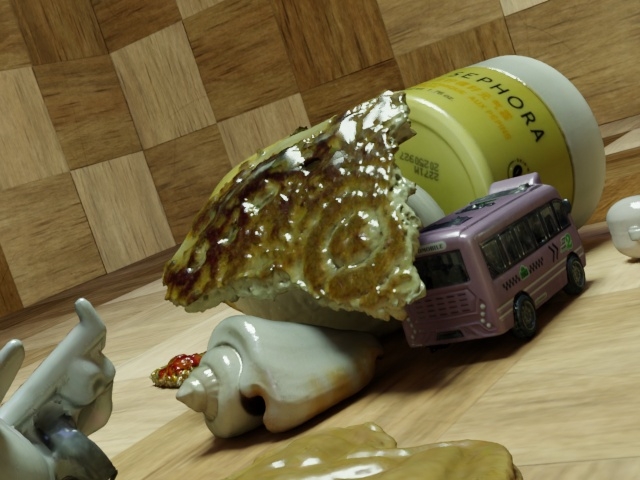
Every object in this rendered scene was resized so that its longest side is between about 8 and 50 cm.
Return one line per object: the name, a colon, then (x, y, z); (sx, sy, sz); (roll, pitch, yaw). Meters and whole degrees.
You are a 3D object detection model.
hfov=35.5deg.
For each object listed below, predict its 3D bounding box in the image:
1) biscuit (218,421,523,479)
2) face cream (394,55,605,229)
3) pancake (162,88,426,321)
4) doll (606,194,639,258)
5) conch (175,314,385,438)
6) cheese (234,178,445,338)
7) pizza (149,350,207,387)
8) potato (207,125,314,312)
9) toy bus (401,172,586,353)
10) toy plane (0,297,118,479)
biscuit: (-0.033, 0.152, 0.437); (0.269, 0.051, 0.376); (-15, 6, 17)
face cream: (0.159, -0.070, 1.061); (0.179, 0.218, 0.218); (-24, 8, -36)
pancake: (0.000, 0.000, 0.804); (0.266, 0.244, 0.057); (-49, -43, 8)
doll: (0.338, -0.028, 0.892); (0.160, 0.059, 0.161); (-16, 7, 23)
conch: (-0.026, 0.108, 0.781); (0.176, 0.094, 0.104); (8, -21, -25)
cheese: (0.036, 0.017, 0.939); (0.198, 0.154, 0.189); (-22, 6, 32)
pizza: (-0.125, 0.125, 1.058); (0.099, 0.029, 0.100); (-20, 6, -27)
potato: (-0.040, -0.007, 1.207); (0.243, 0.242, 0.285); (-17, 10, 18)
toy bus: (0.142, 0.018, 0.834); (0.096, 0.108, 0.199); (-14, 7, 37)
toy plane: (-0.190, 0.130, 0.492); (0.252, 0.118, 0.252); (-52, -11, -15)
